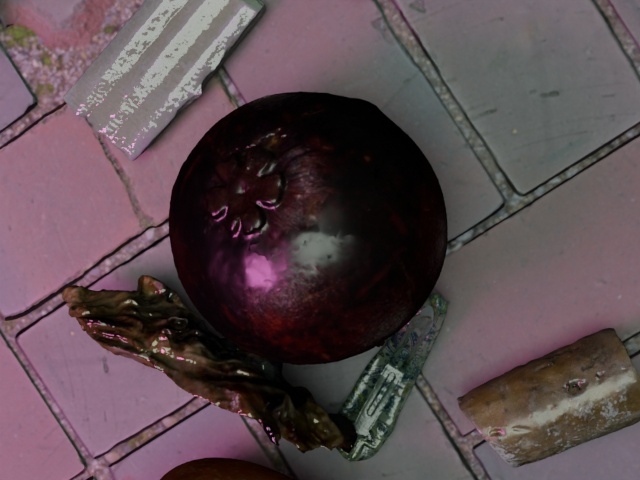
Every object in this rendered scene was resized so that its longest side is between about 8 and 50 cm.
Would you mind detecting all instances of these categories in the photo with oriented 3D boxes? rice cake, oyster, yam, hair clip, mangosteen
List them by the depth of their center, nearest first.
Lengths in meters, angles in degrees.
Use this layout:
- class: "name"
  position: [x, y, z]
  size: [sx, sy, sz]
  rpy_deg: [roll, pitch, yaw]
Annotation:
- class: "mangosteen"
  position: [-0.003, -0.012, 1.139]
  size: [0.297, 0.293, 0.297]
  rpy_deg: [-11, 75, 46]
- class: "yam"
  position: [0.256, 0.178, 1.193]
  size: [0.194, 0.107, 0.107]
  rpy_deg: [-25, 92, 11]
- class: "oyster"
  position: [-0.122, 0.138, 1.222]
  size: [0.361, 0.221, 0.096]
  rpy_deg: [26, 76, 23]
- class: "rice cake"
  position: [-0.178, -0.212, 1.248]
  size: [0.127, 0.043, 0.237]
  rpy_deg: [41, 100, 1]
- class: "hair clip"
  position: [0.083, 0.155, 1.250]
  size: [0.066, 0.036, 0.229]
  rpy_deg: [32, 107, 10]

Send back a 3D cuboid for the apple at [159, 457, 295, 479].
- class: "apple"
  position: [-0.115, 0.384, 1.167]
  size: [0.277, 0.319, 0.319]
  rpy_deg: [39, 100, 0]
